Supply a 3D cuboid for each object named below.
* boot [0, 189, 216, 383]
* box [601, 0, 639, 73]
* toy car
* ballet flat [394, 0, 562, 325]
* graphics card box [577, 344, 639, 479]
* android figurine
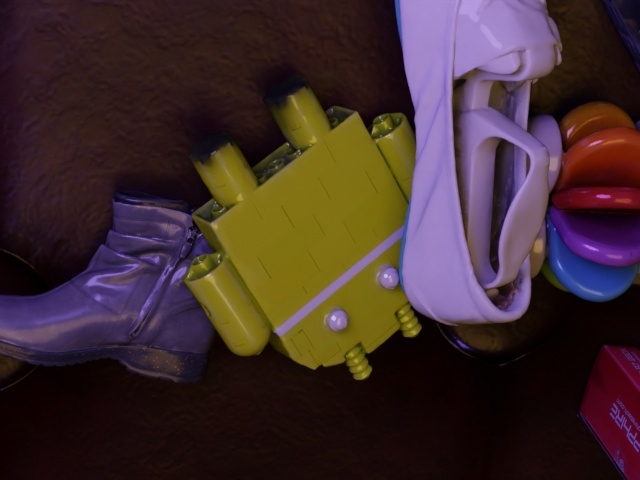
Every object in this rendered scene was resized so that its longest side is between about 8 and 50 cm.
[{"bbox_3d":[-0.190,0.026,1.235,0.246,0.083,0.161,10,105,-23],"label":"boot"},{"bbox_3d":[0.332,-0.248,1.238,0.184,0.045,0.191,-33,116,1],"label":"box"},{"bbox_3d":[0.248,-0.026,1.268,0.159,0.136,0.182,1,114,-14],"label":"toy car"},{"bbox_3d":[0.142,-0.113,1.182,0.139,0.139,0.400,-3,107,-12],"label":"ballet flat"},{"bbox_3d":[0.466,0.201,1.370,0.371,0.233,0.094,6,112,-15],"label":"graphics card box"},{"bbox_3d":[0.000,0.000,1.242,0.248,0.056,0.273,-37,116,-17],"label":"android figurine"}]
